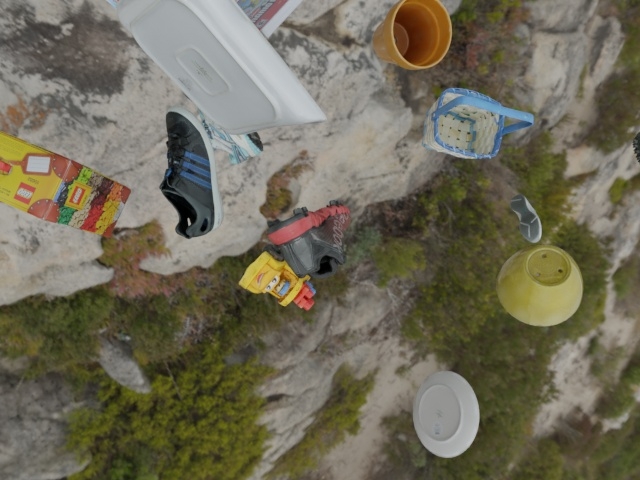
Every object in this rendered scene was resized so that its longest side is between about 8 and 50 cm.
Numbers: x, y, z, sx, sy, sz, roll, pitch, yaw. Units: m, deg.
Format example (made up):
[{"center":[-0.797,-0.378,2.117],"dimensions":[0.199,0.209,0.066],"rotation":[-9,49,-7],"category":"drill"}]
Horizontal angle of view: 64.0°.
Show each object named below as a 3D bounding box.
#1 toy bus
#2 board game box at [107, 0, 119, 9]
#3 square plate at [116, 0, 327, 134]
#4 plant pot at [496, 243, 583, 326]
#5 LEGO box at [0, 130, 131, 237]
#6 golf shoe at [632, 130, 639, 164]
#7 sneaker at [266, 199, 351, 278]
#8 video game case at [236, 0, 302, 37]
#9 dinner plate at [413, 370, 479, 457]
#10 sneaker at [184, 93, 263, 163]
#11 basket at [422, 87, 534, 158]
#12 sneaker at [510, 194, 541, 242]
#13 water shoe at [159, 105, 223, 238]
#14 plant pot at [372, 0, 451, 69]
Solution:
[{"center":[-0.106,0.122,1.499],"dimensions":[0.149,0.211,0.220],"rotation":[-49,172,14],"category":"toy bus"},{"center":[-0.388,-0.551,1.062],"dimensions":[0.154,0.026,0.103],"rotation":[-46,139,5],"category":"board game box"},{"center":[-0.198,-0.315,0.924],"dimensions":[0.347,0.344,0.049],"rotation":[46,68,-31],"category":"square plate"},{"center":[0.354,0.059,0.814],"dimensions":[0.134,0.134,0.095],"rotation":[-46,154,-10],"category":"plant pot"},{"center":[-0.942,-0.209,1.654],"dimensions":[0.372,0.501,0.193],"rotation":[48,65,-79],"category":"LEGO box"},{"center":[0.829,-0.185,1.150],"dimensions":[0.120,0.273,0.105],"rotation":[-60,-177,-22],"category":"golf shoe"},{"center":[0.000,0.000,0.975],"dimensions":[0.098,0.135,0.276],"rotation":[-24,180,24],"category":"sneaker"},{"center":[-0.124,-0.564,1.203],"dimensions":[0.204,0.285,0.025],"rotation":[-49,128,-4],"category":"video game case"},{"center":[0.206,0.292,0.869],"dimensions":[0.017,0.141,0.141],"rotation":[17,107,-33],"category":"dinner plate"},{"center":[-0.286,-0.310,1.419],"dimensions":[0.122,0.110,0.283],"rotation":[-32,131,16],"category":"sneaker"},{"center":[0.450,-0.356,1.543],"dimensions":[0.255,0.289,0.200],"rotation":[11,88,-19],"category":"basket"},{"center":[0.534,-0.052,1.302],"dimensions":[0.061,0.152,0.054],"rotation":[31,129,-30],"category":"sneaker"},{"center":[-0.206,-0.101,0.783],"dimensions":[0.080,0.073,0.203],"rotation":[-32,115,-46],"category":"water shoe"},{"center":[0.256,-0.616,1.549],"dimensions":[0.205,0.188,0.205],"rotation":[-5,103,-22],"category":"plant pot"}]
